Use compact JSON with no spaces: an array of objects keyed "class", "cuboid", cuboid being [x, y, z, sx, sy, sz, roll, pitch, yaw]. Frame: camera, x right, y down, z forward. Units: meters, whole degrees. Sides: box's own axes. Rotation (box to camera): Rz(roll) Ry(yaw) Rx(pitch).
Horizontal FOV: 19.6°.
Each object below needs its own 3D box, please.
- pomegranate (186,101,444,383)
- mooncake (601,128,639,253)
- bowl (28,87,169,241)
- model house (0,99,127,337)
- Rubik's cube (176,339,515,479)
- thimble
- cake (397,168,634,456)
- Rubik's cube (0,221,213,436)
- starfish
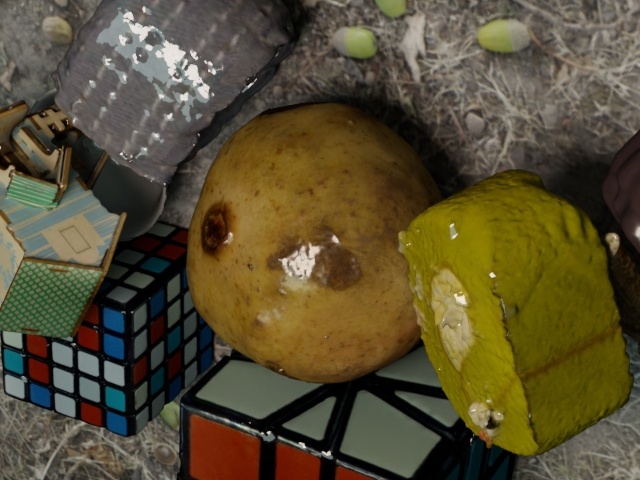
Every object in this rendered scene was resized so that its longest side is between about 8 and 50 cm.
[{"class":"pomegranate","cuboid":[0.000,0.000,1.853,0.281,0.281,0.281,15,122,24]},{"class":"mooncake","cuboid":[0.367,0.009,1.627,0.141,0.283,0.283,-43,90,9]},{"class":"bowl","cuboid":[-0.227,-0.100,2.060,0.189,0.086,0.189,16,124,25]},{"class":"model house","cuboid":[-0.297,-0.013,1.913,0.206,0.271,0.178,52,137,14]},{"class":"Rubik's cube","cuboid":[0.032,0.253,1.973,0.293,0.288,0.283,22,124,22]},{"class":"thimble","cuboid":[-0.147,-0.184,1.880,0.172,0.205,0.236,44,98,3]},{"class":"cake","cuboid":[0.175,0.062,1.714,0.179,0.156,0.260,24,135,53]},{"class":"Rubik's cube","cuboid":[-0.242,0.086,2.111,0.187,0.182,0.184,14,121,24]},{"class":"starfish","cuboid":[0.311,0.102,1.793,0.327,0.094,0.375,37,160,52]}]
